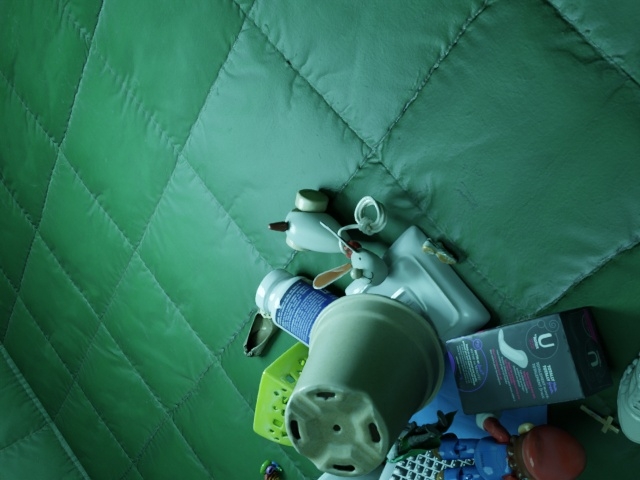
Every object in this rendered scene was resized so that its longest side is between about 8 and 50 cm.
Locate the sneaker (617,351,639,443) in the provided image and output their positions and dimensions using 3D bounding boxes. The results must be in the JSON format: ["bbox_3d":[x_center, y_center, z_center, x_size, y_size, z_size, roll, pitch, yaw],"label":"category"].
[{"bbox_3d":[0.613,0.267,1.178,0.110,0.118,0.292,22,122,31],"label":"sneaker"}]

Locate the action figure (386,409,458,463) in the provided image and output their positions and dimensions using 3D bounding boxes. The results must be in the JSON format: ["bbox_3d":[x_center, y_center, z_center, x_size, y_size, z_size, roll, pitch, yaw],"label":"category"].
[{"bbox_3d":[0.208,0.458,1.457,0.063,0.137,0.232,50,138,11],"label":"action figure"}]

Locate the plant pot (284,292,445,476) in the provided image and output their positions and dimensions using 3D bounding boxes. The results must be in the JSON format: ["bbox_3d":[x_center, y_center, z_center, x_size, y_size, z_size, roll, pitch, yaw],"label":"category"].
[{"bbox_3d":[0.080,0.326,1.386,0.333,0.305,0.334,7,111,19],"label":"plant pot"}]

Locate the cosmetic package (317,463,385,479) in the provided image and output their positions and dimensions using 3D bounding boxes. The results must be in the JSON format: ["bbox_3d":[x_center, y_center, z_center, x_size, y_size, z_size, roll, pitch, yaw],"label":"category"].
[{"bbox_3d":[0.100,0.847,1.718,0.393,0.327,0.330,40,129,20],"label":"cosmetic package"}]

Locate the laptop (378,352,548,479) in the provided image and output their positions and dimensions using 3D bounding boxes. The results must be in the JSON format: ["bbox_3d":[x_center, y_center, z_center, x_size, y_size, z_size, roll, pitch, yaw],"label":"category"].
[{"bbox_3d":[0.297,0.496,1.473,0.381,0.408,0.236,10,148,38],"label":"laptop"}]

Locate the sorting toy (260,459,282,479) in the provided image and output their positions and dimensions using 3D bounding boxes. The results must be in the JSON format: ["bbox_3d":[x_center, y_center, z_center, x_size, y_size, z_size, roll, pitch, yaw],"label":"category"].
[{"bbox_3d":[-0.157,0.758,2.085,0.042,0.061,0.102,22,144,32],"label":"sorting toy"}]

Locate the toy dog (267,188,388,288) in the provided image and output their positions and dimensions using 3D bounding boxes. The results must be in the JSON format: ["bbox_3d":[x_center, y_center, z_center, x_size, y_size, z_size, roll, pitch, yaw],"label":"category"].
[{"bbox_3d":[0.000,0.000,1.530,0.333,0.160,0.220,13,111,50],"label":"toy dog"}]

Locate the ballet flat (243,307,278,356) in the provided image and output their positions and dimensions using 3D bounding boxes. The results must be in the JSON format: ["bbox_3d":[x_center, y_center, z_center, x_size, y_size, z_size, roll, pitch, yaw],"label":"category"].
[{"bbox_3d":[-0.180,0.267,1.899,0.084,0.058,0.250,43,130,18],"label":"ballet flat"}]

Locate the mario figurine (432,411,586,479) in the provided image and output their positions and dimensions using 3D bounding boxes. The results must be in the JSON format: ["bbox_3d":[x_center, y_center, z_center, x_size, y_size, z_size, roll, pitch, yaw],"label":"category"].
[{"bbox_3d":[0.406,0.463,1.338,0.320,0.170,0.198,-22,102,42],"label":"mario figurine"}]

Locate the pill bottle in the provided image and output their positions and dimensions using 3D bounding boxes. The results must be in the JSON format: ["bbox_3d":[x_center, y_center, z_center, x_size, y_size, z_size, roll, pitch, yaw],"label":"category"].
[{"bbox_3d":[-0.034,0.187,1.675,0.264,0.153,0.153,30,125,28],"label":"pill bottle"}]

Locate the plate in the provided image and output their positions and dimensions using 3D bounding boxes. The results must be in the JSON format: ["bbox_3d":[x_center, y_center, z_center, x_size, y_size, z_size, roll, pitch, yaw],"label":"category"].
[{"bbox_3d":[0.211,0.153,1.497,0.278,0.045,0.277,52,123,13],"label":"plate"}]

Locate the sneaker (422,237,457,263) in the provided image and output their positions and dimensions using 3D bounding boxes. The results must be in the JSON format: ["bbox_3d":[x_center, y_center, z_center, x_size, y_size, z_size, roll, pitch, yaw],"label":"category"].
[{"bbox_3d":[0.271,0.022,1.428,0.083,0.037,0.032,28,149,2],"label":"sneaker"}]

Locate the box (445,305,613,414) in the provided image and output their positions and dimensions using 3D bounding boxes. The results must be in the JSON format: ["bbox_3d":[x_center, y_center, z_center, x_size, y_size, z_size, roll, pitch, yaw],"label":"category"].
[{"bbox_3d":[0.417,0.247,1.295,0.270,0.143,0.165,-24,74,44],"label":"box"}]

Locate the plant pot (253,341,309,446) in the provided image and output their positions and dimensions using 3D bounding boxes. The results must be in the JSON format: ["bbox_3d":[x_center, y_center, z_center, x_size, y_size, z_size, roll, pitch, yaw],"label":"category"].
[{"bbox_3d":[-0.026,0.432,1.729,0.207,0.227,0.228,27,123,23],"label":"plant pot"}]

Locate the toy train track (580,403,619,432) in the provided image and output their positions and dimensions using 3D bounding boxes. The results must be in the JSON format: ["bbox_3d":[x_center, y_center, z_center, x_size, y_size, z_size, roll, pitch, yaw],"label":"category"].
[{"bbox_3d":[0.580,0.366,1.320,0.083,0.014,0.048,34,134,33],"label":"toy train track"}]
